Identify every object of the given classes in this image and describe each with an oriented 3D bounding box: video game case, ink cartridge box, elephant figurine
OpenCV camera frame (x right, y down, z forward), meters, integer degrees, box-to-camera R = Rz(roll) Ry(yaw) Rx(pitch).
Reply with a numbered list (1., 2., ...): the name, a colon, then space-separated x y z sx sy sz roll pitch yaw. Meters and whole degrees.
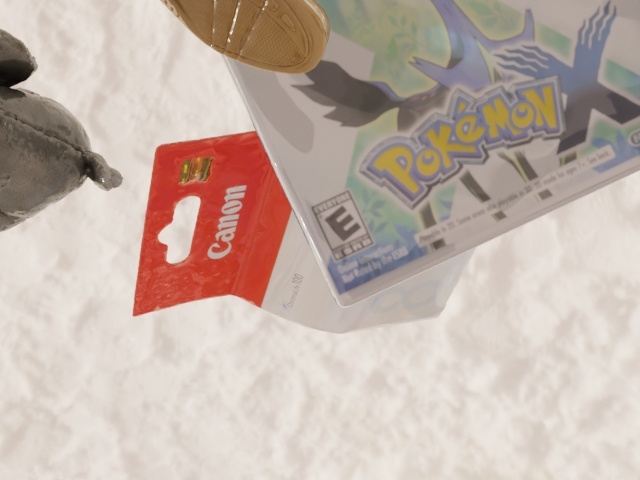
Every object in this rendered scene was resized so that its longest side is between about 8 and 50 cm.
1. video game case: 0.099 -0.155 0.711 0.329 0.036 0.300 -25 88 -3
2. ink cartridge box: 0.000 0.000 1.109 0.385 0.091 0.308 -9 146 -23
3. elephant figurine: -0.342 -0.122 0.946 0.186 0.169 0.239 -32 140 5

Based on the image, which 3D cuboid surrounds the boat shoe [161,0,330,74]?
1. boat shoe: -0.062 -0.152 0.544 0.170 0.059 0.063 32 131 5
